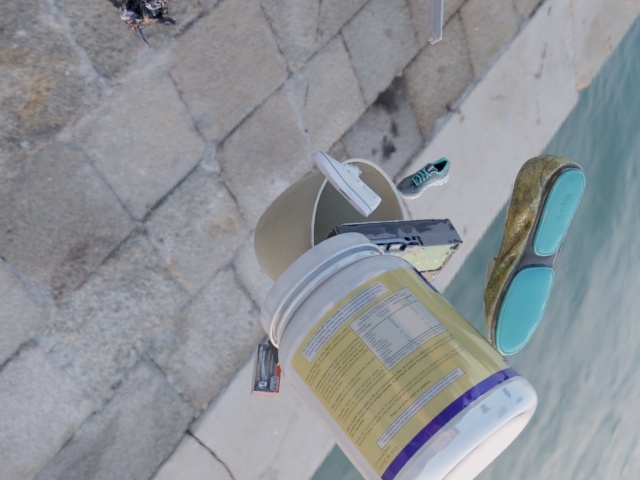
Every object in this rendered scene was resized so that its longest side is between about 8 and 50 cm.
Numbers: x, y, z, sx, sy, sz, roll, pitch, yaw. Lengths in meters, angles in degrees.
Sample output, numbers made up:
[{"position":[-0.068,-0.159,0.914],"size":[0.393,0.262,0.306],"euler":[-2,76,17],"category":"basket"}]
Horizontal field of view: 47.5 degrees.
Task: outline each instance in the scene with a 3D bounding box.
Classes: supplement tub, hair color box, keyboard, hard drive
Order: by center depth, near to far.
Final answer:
[{"position":[0.094,0.171,0.984],"size":[0.241,0.331,0.241],"euler":[-31,150,-20],"category":"supplement tub"},{"position":[0.068,0.093,1.269],"size":[0.237,0.064,0.339],"euler":[-5,144,-30],"category":"hard drive"},{"position":[-0.108,0.263,1.455],"size":[0.167,0.054,0.093],"euler":[113,-18,-74],"category":"hair color box"},{"position":[0.256,-0.562,1.581],"size":[0.014,0.072,0.255],"euler":[0,96,-14],"category":"keyboard"}]

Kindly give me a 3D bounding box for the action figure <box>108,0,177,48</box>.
[{"position":[-0.335,-0.488,1.319],"size":[0.141,0.164,0.275],"euler":[-32,142,-58],"category":"action figure"}]

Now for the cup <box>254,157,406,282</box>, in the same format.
[{"position":[0.000,0.000,1.553],"size":[0.331,0.237,0.330],"euler":[3,86,-50],"category":"cup"}]

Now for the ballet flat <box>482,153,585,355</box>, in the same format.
[{"position":[0.339,0.021,1.223],"size":[0.123,0.123,0.348],"euler":[-7,117,-49],"category":"ballet flat"}]

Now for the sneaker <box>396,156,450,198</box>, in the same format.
[{"position":[0.259,-0.163,1.819],"size":[0.167,0.065,0.076],"euler":[-29,156,-25],"category":"sneaker"}]

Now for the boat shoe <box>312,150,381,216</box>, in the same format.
[{"position":[0.034,-0.075,0.880],"size":[0.035,0.100,0.035],"euler":[-44,-179,-9],"category":"boat shoe"}]
